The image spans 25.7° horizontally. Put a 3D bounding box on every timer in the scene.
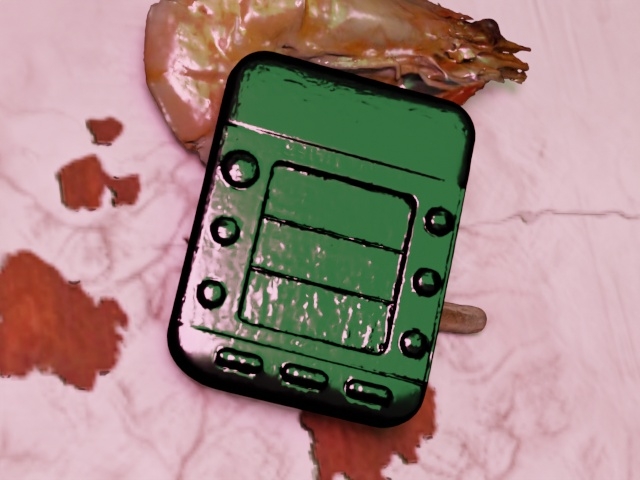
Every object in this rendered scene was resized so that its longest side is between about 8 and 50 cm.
[{"bbox_3d":[0.000,0.000,0.776,0.144,0.055,0.187,15,77,-9],"label":"timer"}]

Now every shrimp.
[{"bbox_3d":[0.020,-0.101,0.857,0.267,0.061,0.145,-3,78,-32],"label":"shrimp"}]

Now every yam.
[{"bbox_3d":[0.047,0.041,0.827,0.116,0.021,0.021,8,64,-23],"label":"yam"}]
